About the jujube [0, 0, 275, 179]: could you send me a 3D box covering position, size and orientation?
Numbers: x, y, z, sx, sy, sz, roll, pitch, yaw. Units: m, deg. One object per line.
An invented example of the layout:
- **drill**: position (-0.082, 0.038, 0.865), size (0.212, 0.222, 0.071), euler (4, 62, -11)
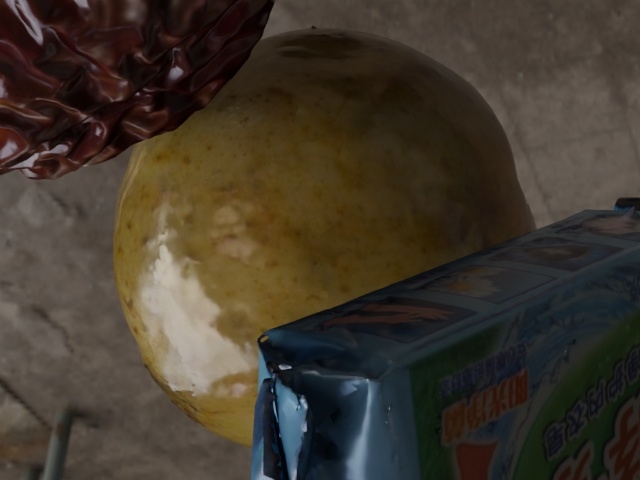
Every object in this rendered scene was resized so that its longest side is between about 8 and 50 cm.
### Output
- **jujube**: position (-0.128, -0.134, 0.618), size (0.213, 0.213, 0.232), euler (23, 136, -24)

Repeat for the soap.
- **soap**: position (0.077, 0.082, 0.535), size (0.077, 0.293, 0.156), euler (7, 109, 42)

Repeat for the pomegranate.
- **pomegranate**: position (0.000, 0.000, 0.796), size (0.260, 0.260, 0.260), euler (2, 142, 1)
